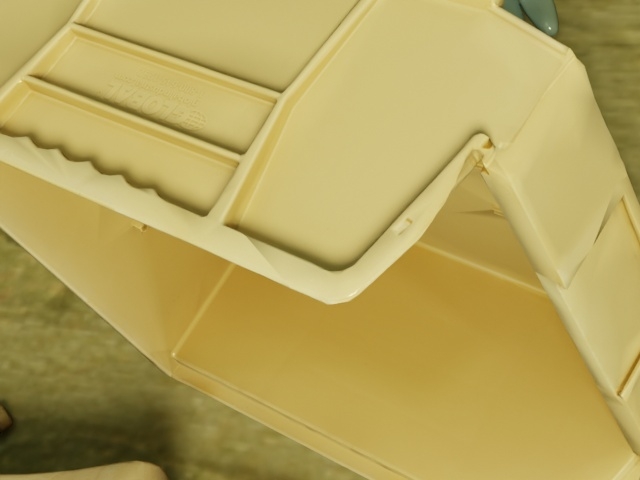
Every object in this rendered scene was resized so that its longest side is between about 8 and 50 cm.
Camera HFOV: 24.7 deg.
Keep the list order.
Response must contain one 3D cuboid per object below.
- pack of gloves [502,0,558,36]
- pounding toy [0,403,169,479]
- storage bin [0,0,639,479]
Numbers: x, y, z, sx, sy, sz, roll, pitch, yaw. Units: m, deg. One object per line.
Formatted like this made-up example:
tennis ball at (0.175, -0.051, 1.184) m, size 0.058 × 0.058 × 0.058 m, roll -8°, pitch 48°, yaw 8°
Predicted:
pack of gloves at (0.023, -0.153, 0.825) m, size 0.195 × 0.046 × 0.232 m, roll -13°, pitch 60°, yaw 6°
pounding toy at (-0.188, 0.123, 0.689) m, size 0.269 × 0.154 × 0.155 m, roll -8°, pitch 60°, yaw 22°
storage bin at (0.000, 0.000, 0.601) m, size 0.260 × 0.262 × 0.123 m, roll 23°, pitch 72°, yaw 34°
